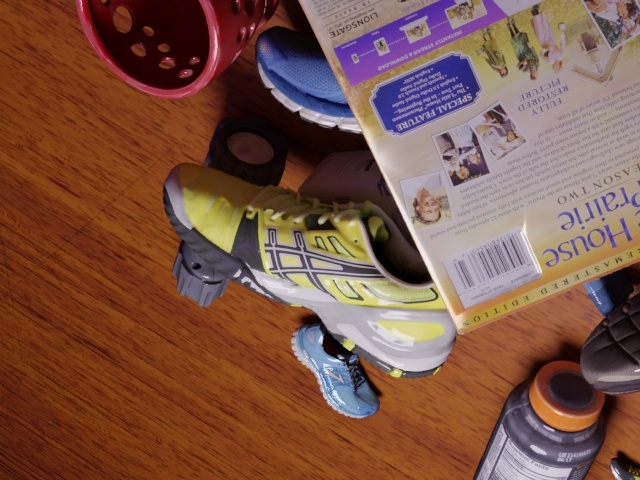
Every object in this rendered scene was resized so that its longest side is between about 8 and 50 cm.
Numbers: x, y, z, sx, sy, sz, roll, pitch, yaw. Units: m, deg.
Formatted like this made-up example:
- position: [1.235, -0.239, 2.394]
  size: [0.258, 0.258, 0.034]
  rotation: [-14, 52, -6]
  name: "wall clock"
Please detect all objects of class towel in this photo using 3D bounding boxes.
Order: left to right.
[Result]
- position: [0.309, 0.030, 1.483]
  size: [0.029, 0.067, 0.119]
  rotation: [-17, 115, 41]
  name: "towel"

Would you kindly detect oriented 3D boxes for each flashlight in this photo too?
- position: [-0.125, -0.028, 1.716]
  size: [0.103, 0.103, 0.304]
  rotation: [36, 137, 11]
  name: "flashlight"

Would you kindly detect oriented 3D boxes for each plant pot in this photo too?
- position: [-0.145, -0.276, 1.453]
  size: [0.191, 0.174, 0.191]
  rotation: [20, 131, 25]
  name: "plant pot"

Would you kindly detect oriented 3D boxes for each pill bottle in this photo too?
- position: [0.281, 0.258, 1.657]
  size: [0.130, 0.130, 0.245]
  rotation: [27, 137, 13]
  name: "pill bottle"

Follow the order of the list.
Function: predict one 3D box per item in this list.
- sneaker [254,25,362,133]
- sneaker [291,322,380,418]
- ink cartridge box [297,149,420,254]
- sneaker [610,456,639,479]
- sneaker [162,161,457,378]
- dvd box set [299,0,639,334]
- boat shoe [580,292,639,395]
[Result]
- position: [0.084, -0.192, 1.430]
  size: [0.330, 0.130, 0.147]
  rotation: [17, 120, 19]
  name: "sneaker"
- position: [0.030, 0.179, 1.818]
  size: [0.073, 0.063, 0.162]
  rotation: [-28, 107, 43]
  name: "sneaker"
- position: [0.106, -0.026, 1.561]
  size: [0.218, 0.092, 0.158]
  rotation: [0, 126, 38]
  name: "ink cartridge box"
- position: [0.408, 0.302, 1.684]
  size: [0.083, 0.031, 0.035]
  rotation: [39, 125, -6]
  name: "sneaker"
- position: [0.000, 0.000, 1.513]
  size: [0.385, 0.145, 0.147]
  rotation: [29, 120, 5]
  name: "sneaker"
- position: [0.195, -0.138, 1.308]
  size: [0.308, 0.062, 0.420]
  rotation: [-24, 114, 9]
  name: "dvd box set"
- position: [0.446, 0.107, 1.379]
  size: [0.355, 0.132, 0.130]
  rotation: [-22, 119, 33]
  name: "boat shoe"
